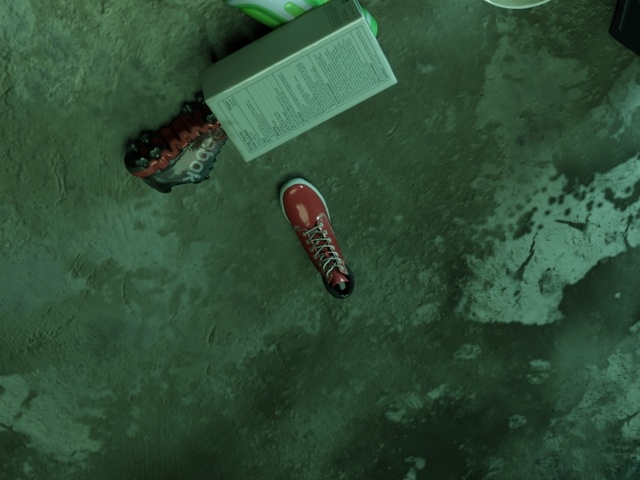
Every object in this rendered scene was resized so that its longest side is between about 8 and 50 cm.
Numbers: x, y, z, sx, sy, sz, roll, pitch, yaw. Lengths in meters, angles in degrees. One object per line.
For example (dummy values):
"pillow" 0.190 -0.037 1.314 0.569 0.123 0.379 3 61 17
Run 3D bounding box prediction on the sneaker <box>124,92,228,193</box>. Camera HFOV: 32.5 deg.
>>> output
"sneaker" -0.232 -0.186 2.089 0.276 0.097 0.135 -35 132 0

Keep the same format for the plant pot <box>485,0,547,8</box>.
"plant pot" 0.338 -0.585 1.980 0.284 0.191 0.284 -8 122 -13

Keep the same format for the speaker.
"speaker" -0.042 -0.425 1.986 0.296 0.131 0.131 25 110 -30

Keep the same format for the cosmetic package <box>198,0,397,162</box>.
"cosmetic package" -0.041 -0.288 1.939 0.309 0.113 0.160 -26 130 7

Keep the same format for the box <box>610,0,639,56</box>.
"box" 0.766 -0.456 2.081 0.212 0.395 0.293 -5 123 -18

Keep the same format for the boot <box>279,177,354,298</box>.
"boot" 0.000 0.000 2.235 0.088 0.176 0.244 -27 124 0
